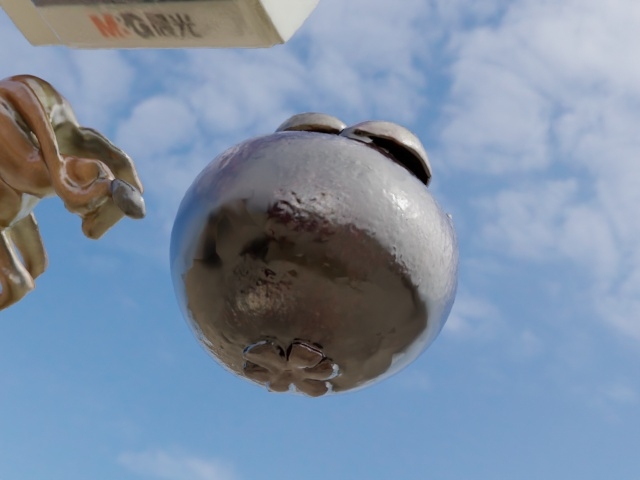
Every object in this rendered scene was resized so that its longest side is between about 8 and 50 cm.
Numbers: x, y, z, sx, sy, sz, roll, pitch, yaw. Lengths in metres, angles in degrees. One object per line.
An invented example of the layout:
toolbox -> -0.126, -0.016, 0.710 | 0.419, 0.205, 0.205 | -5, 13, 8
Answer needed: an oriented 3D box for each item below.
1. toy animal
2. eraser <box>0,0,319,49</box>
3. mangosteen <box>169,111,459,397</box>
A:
toy animal -> -0.234, -0.040, 0.774 | 0.157, 0.097, 0.312 | 48, -44, -12
eraser -> -0.136, -0.203, 0.768 | 0.279, 0.081, 0.124 | 8, -36, 40
mangosteen -> 0.000, 0.000, 1.170 | 0.306, 0.347, 0.307 | 10, -38, 8
